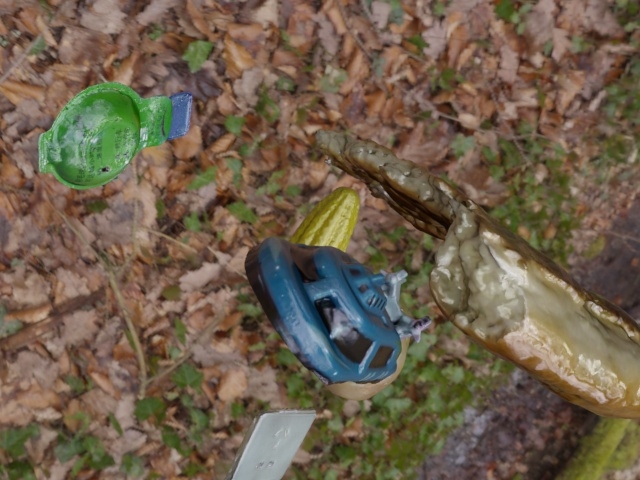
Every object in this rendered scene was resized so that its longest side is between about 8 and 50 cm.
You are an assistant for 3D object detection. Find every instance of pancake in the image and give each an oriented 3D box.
[{"bbox_3d":[0.091,0.020,0.447,0.057,0.244,0.266,-55,154,3],"label":"pancake"}]

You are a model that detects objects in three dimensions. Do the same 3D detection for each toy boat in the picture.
[{"bbox_3d":[0.031,0.054,0.700,0.092,0.134,0.299,-31,164,8],"label":"toy boat"}]

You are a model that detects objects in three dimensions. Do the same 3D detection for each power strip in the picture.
[{"bbox_3d":[-0.127,0.462,1.781,0.198,0.064,0.213,15,105,-49],"label":"power strip"}]

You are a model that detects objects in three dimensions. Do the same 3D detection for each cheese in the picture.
[{"bbox_3d":[-0.353,-0.191,1.361,0.320,0.083,0.204,-28,142,-44],"label":"cheese"}]

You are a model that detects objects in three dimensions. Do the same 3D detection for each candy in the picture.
[{"bbox_3d":[0.000,0.000,1.258,0.094,0.106,0.199,29,101,0],"label":"candy"}]

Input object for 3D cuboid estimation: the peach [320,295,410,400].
[{"bbox_3d":[0.078,0.214,1.757,0.247,0.292,0.292,15,104,8],"label":"peach"}]
